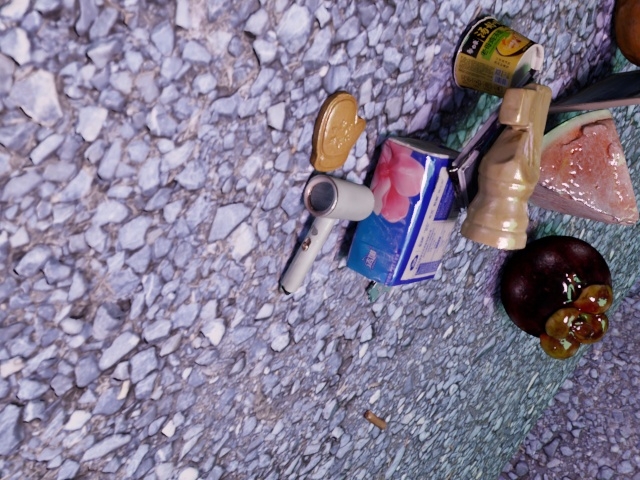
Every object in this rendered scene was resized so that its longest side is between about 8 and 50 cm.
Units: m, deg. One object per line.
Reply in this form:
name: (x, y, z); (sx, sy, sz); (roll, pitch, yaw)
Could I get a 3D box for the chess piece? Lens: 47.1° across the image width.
chess piece: (0.347, -0.138, 1.335); (0.137, 0.137, 0.301); (-1, 107, -50)

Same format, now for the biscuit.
biscuit: (0.035, -0.185, 1.245); (0.118, 0.023, 0.140); (-24, 133, -37)

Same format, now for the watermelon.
watermelon: (0.626, -0.160, 1.785); (0.283, 0.293, 0.250); (-38, -175, 11)

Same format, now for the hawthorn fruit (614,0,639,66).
hawthorn fruit: (0.829, -0.559, 1.736); (0.277, 0.277, 0.298); (-27, 107, -36)

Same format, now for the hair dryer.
hair dryer: (0.000, 0.000, 1.313); (0.131, 0.073, 0.236); (7, 114, -54)

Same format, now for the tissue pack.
tissue pack: (0.173, -0.057, 1.423); (0.209, 0.137, 0.270); (-6, 118, -51)

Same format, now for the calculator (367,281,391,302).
calculator: (0.149, 0.073, 1.593); (0.141, 0.019, 0.094); (-47, 147, -15)

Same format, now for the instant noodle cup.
instant noodle cup: (0.346, -0.341, 1.414); (0.151, 0.122, 0.151); (-35, 145, -30)

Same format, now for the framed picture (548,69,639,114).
framed picture: (0.740, -0.371, 1.779); (0.335, 0.247, 0.022); (-28, 109, -34)

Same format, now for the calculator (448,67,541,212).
calculator: (0.341, -0.187, 1.404); (0.274, 0.028, 0.166); (-49, 149, -12)

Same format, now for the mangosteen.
mangosteen: (0.649, 0.152, 1.984); (0.306, 0.347, 0.307); (-9, 135, -9)

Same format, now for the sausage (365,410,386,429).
sausage: (0.140, 0.460, 1.883); (0.026, 0.026, 0.116); (-52, 144, -7)
